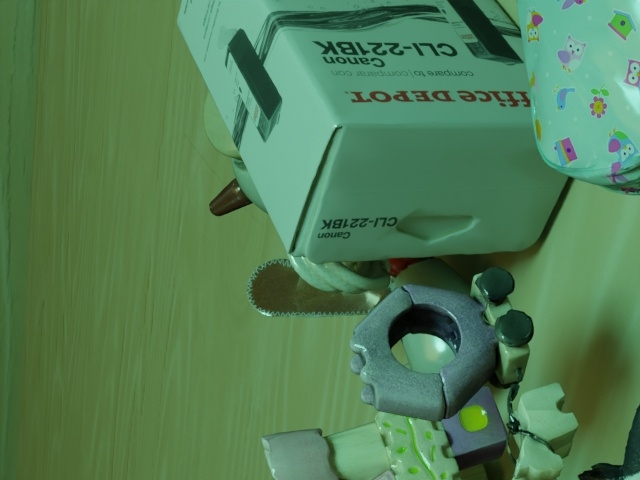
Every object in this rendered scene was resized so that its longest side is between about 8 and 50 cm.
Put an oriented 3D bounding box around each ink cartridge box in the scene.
[{"bbox_3d":[0.035,-0.119,0.864,0.273,0.196,0.114,63,145,40],"label":"ink cartridge box"}]

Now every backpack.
[{"bbox_3d":[0.177,-0.116,0.664,0.152,0.115,0.182,-3,92,62],"label":"backpack"}]

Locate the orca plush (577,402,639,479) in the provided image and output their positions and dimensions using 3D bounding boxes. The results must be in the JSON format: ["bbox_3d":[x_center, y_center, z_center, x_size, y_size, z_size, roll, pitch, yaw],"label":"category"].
[{"bbox_3d":[0.250,0.060,0.605,0.151,0.102,0.287,28,144,9],"label":"orca plush"}]

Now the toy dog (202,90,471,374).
[{"bbox_3d":[0.000,0.000,0.976,0.161,0.220,0.334,-48,36,27],"label":"toy dog"}]

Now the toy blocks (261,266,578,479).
[{"bbox_3d":[0.026,0.230,0.751,0.309,0.260,0.289,87,166,-57],"label":"toy blocks"}]
